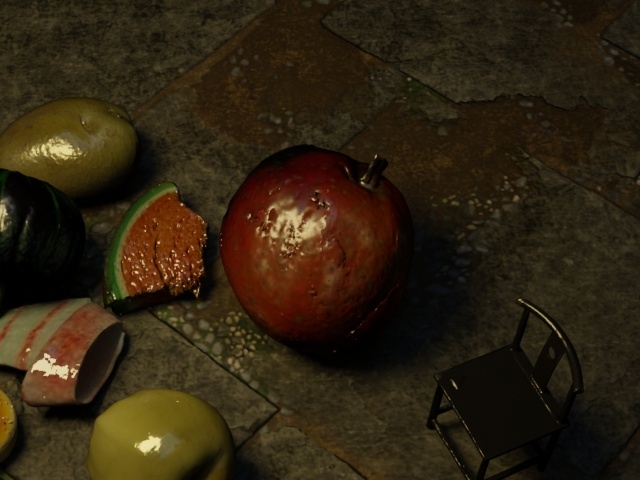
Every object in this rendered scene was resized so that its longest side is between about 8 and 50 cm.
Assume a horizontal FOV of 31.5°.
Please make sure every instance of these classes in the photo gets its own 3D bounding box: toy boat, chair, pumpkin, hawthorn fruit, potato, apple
[{"bbox_3d":[-0.444,0.151,1.673,0.282,0.096,0.206,5,45,17],"label":"toy boat"},{"bbox_3d":[0.246,0.220,1.530,0.141,0.260,0.154,-20,56,-17],"label":"chair"},{"bbox_3d":[-0.481,0.015,1.681,0.248,0.248,0.248,1,53,-2],"label":"pumpkin"},{"bbox_3d":[-0.011,0.011,1.670,0.316,0.316,0.316,1,53,-2],"label":"hawthorn fruit"},{"bbox_3d":[-0.418,-0.142,1.839,0.251,0.159,0.174,-19,32,-6],"label":"potato"},{"bbox_3d":[-0.211,0.289,1.504,0.200,0.200,0.200,1,53,-2],"label":"apple"}]

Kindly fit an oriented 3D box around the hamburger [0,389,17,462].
[{"bbox_3d":[-0.488,0.262,1.568,0.141,0.081,0.126,-30,61,-15],"label":"hamburger"}]

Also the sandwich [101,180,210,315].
[{"bbox_3d":[-0.258,0.016,1.781,0.159,0.079,0.235,8,56,-10],"label":"sandwich"}]
